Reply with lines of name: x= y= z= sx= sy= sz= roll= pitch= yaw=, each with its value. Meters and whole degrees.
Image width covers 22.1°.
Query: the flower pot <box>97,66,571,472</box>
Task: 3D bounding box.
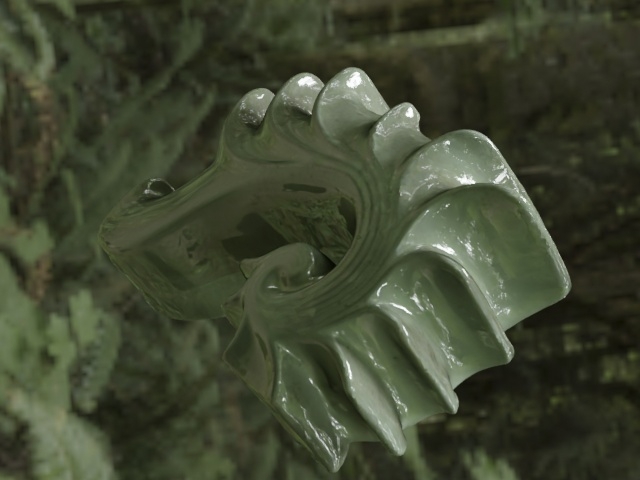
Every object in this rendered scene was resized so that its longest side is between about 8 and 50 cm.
flower pot: x=0.000 y=0.000 z=1.278 sx=0.367 sy=0.254 sz=0.164 roll=38 pitch=-12 yaw=49
